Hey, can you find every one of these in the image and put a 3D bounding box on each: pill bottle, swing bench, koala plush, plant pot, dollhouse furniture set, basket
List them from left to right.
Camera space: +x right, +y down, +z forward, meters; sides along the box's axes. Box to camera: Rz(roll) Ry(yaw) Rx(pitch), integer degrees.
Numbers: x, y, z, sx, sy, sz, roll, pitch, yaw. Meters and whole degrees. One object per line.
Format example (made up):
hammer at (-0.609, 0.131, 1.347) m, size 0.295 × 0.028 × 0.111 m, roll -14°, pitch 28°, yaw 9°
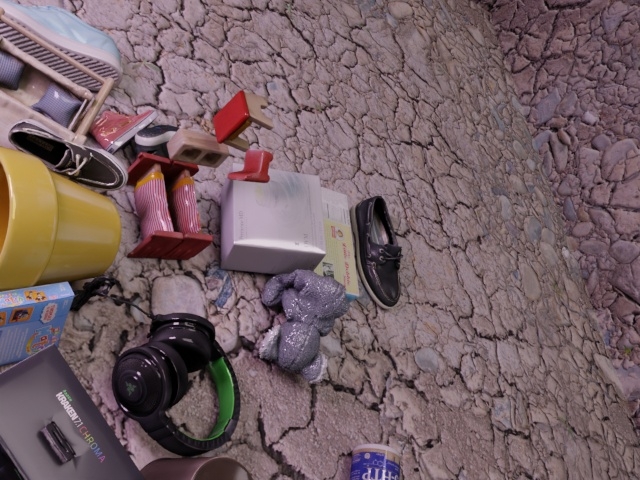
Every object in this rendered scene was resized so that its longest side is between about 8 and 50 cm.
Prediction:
swing bench at (-0.585, -0.263, 1.181) m, size 0.253 × 0.165 × 0.255 m, roll 31°, pitch 47°, yaw -27°
plant pot at (-0.499, -0.022, 1.064) m, size 0.239 × 0.254 × 0.254 m, roll 10°, pitch 57°, yaw -55°
basket at (-0.219, 0.451, 1.013) m, size 0.154 × 0.227 × 0.204 m, roll 25°, pitch 51°, yaw -29°
dollhouse furniture set at (-0.256, -0.127, 1.242) m, size 0.152 × 0.374 × 0.201 m, roll 6°, pitch 59°, yaw -45°
koala plush at (-0.044, 0.199, 1.379) m, size 0.196 × 0.203 × 0.221 m, roll 36°, pitch 57°, yaw -19°
pill bottle at (0.118, 0.559, 1.336) m, size 0.112 × 0.112 × 0.187 m, roll 30°, pitch 48°, yaw -25°

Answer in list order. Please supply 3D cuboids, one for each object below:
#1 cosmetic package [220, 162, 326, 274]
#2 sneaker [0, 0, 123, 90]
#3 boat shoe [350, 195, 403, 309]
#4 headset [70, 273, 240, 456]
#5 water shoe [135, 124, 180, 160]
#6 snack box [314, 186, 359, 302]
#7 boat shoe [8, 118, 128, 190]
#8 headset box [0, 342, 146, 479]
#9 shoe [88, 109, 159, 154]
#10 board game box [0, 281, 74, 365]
cosmetic package at (-0.118, -0.046, 1.449) m, size 0.224 × 0.138 × 0.224 m, roll 6°, pitch 59°, yaw -19°
sneaker at (-0.615, -0.454, 1.316) m, size 0.366 × 0.135 × 0.150 m, roll 20°, pitch 44°, yaw -43°
boat shoe at (0.180, 0.023, 1.732) m, size 0.127 × 0.113 × 0.340 m, roll 14°, pitch 56°, yaw -37°
headset at (-0.314, 0.233, 1.146) m, size 0.394 × 0.185 × 0.243 m, roll 57°, pitch 25°, yaw -13°
water shoe at (-0.376, -0.225, 1.428) m, size 0.073 × 0.080 × 0.203 m, roll 19°, pitch 19°, yaw 15°
snack box at (0.000, 0.000, 1.622) m, size 0.187 × 0.060 × 0.322 m, roll 16°, pitch 55°, yaw -33°
boat shoe at (-0.464, -0.147, 1.115) m, size 0.219 × 0.078 × 0.070 m, roll 25°, pitch 13°, yaw -25°
headset box at (-0.413, 0.316, 0.881) m, size 0.131 × 0.283 × 0.246 m, roll -33°, pitch 89°, yaw -48°
shoe at (-0.450, -0.272, 1.384) m, size 0.081 × 0.063 × 0.178 m, roll 47°, pitch 46°, yaw -13°
board game box at (-0.525, 0.147, 0.978) m, size 0.211 × 0.160 × 0.039 m, roll -7°, pitch 49°, yaw -45°
